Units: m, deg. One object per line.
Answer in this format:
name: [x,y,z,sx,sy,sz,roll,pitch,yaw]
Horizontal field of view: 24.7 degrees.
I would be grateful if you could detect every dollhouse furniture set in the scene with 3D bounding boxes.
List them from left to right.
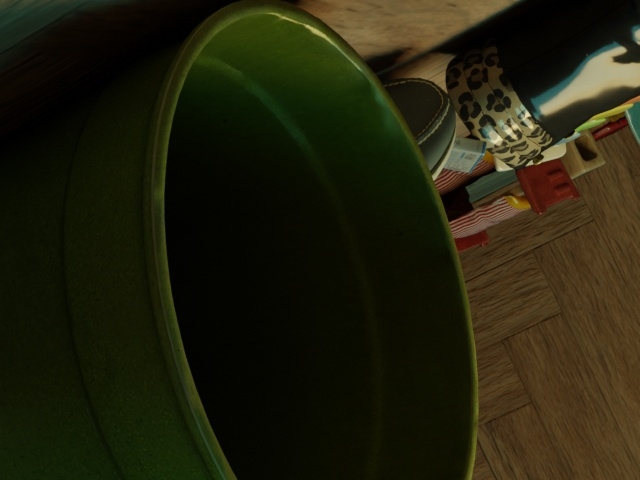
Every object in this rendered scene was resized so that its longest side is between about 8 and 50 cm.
dollhouse furniture set: [0.336,-0.113,2.269,0.374,0.152,0.201,-21,173,-46]

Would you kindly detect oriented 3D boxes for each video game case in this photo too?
video game case: [0.067,-0.093,1.379,0.166,0.015,0.119,11,175,1]

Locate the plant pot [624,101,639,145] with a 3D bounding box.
plant pot: [0.597,-0.216,2.002,0.255,0.272,0.271,-37,179,-21]

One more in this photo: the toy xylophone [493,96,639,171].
toy xylophone: [0.352,-0.185,1.873,0.236,0.081,0.323,-16,172,-15]

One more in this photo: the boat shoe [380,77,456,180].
boat shoe: [0.005,-0.079,1.197,0.319,0.116,0.099,-28,141,-36]

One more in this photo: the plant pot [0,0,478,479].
plant pot: [-0.136,0.068,0.964,0.353,0.367,0.366,-14,-179,29]

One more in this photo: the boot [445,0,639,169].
boot: [0.299,-0.182,1.438,0.284,0.138,0.377,-29,171,20]
